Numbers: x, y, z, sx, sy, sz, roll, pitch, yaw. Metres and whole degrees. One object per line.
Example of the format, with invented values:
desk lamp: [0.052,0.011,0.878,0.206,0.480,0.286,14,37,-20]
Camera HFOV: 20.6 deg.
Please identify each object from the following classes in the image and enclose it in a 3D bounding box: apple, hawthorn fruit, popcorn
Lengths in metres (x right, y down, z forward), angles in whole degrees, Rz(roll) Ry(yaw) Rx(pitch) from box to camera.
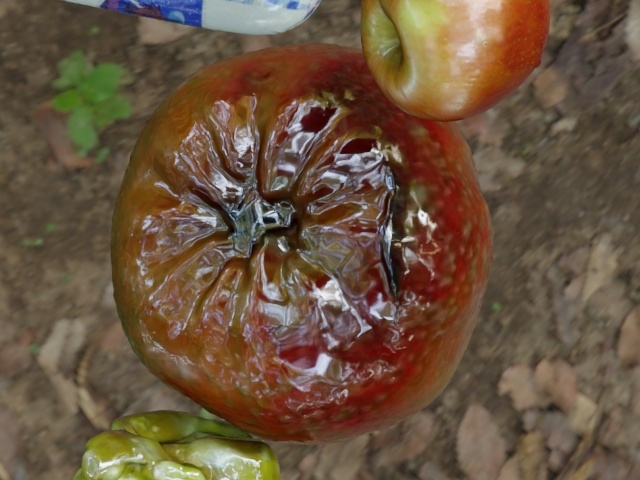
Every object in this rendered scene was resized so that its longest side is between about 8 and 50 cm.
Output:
apple: [0.110,-0.179,1.427,0.163,0.139,0.163,47,148,43]
hawthorn fruit: [0.000,0.000,1.773,0.403,0.403,0.402,6,107,21]
popcorn: [-0.153,0.267,1.752,0.206,0.237,0.251,52,164,42]

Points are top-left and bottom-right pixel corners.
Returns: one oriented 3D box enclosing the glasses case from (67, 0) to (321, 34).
glasses case: [-0.148,-0.217,1.151,0.327,0.076,0.125,13,110,12]
